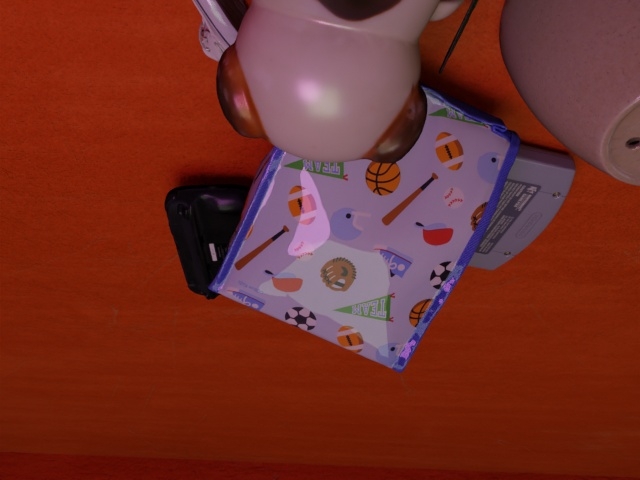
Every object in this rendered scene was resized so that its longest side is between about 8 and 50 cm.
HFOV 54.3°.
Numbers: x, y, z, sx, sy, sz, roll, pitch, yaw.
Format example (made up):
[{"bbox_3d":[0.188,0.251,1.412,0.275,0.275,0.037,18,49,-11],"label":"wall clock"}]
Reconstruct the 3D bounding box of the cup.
[{"bbox_3d":[0.398,-0.204,0.749,0.331,0.236,0.331,3,143,2],"label":"cup"}]

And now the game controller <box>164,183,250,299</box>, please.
[{"bbox_3d":[-0.188,0.009,1.178,0.167,0.067,0.319,-9,144,-7],"label":"game controller"}]

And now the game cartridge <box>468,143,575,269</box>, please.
[{"bbox_3d":[0.304,-0.056,1.104,0.198,0.062,0.297,8,143,-12],"label":"game cartridge"}]

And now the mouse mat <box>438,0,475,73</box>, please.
[{"bbox_3d":[0.184,-0.291,0.701,0.007,0.189,0.152,25,141,4],"label":"mouse mat"}]

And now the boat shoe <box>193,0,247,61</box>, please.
[{"bbox_3d":[-0.126,-0.269,0.835,0.076,0.083,0.226,-15,139,22],"label":"boat shoe"}]

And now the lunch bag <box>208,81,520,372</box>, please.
[{"bbox_3d":[0.065,-0.059,0.933,0.328,0.239,0.385,23,112,-8],"label":"lunch bag"}]

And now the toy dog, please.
[{"bbox_3d":[0.044,-0.262,0.594,0.285,0.395,0.407,3,135,-14],"label":"toy dog"}]
